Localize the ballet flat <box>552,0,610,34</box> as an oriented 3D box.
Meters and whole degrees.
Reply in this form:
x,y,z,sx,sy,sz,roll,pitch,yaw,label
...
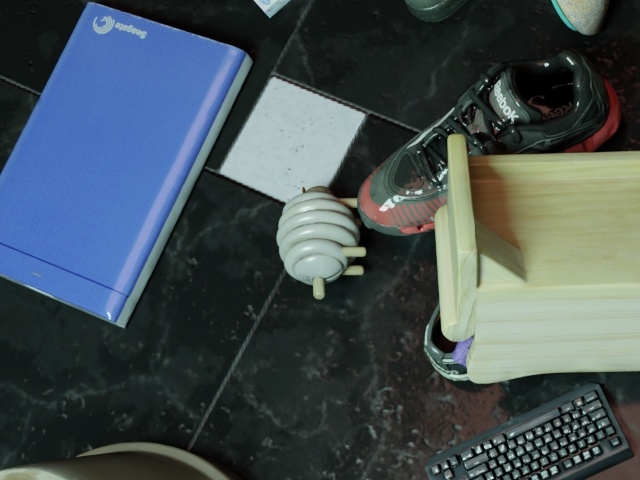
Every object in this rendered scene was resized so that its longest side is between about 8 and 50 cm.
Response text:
x,y,z,sx,sy,sz,roll,pitch,yaw,label
0.247,-0.357,1.431,0.106,0.108,0.316,-12,100,41,ballet flat

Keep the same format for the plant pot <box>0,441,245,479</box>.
x,y,z,sx,sy,sz,roll,pitch,yaw,label
-0.209,0.317,1.318,0.323,0.280,0.323,-6,68,16,plant pot

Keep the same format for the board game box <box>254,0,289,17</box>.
x,y,z,sx,sy,sz,roll,pitch,yaw,label
-0.050,-0.304,1.626,0.090,0.020,0.090,-40,64,1,board game box

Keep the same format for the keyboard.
x,y,z,sx,sy,sz,roll,pitch,yaw,label
0.194,0.212,1.360,0.180,0.023,0.108,-27,65,9,keyboard

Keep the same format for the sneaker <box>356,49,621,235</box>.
x,y,z,sx,sy,sz,roll,pitch,yaw,label
0.153,-0.098,1.411,0.276,0.135,0.097,-26,65,3,sneaker

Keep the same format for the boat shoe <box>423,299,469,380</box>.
x,y,z,sx,sy,sz,roll,pitch,yaw,label
0.180,0.028,1.400,0.084,0.079,0.233,35,83,28,boat shoe

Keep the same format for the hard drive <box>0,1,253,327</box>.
x,y,z,sx,sy,sz,roll,pitch,yaw,label
-0.231,-0.088,1.599,0.210,0.040,0.318,20,79,24,hard drive

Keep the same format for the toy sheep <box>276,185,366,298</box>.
x,y,z,sx,sy,sz,roll,pitch,yaw,label
0.000,0.000,1.467,0.091,0.091,0.132,-14,49,14,toy sheep

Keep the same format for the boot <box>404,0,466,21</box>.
x,y,z,sx,sy,sz,roll,pitch,yaw,label
0.160,-0.335,1.488,0.246,0.161,0.083,-44,64,0,boot

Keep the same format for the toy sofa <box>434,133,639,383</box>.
x,y,z,sx,sy,sz,roll,pitch,yaw,label
0.284,0.011,1.304,0.363,0.177,0.150,-2,47,2,toy sofa
